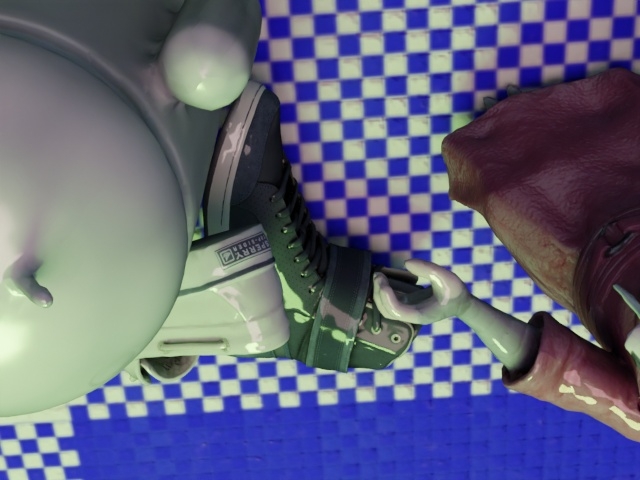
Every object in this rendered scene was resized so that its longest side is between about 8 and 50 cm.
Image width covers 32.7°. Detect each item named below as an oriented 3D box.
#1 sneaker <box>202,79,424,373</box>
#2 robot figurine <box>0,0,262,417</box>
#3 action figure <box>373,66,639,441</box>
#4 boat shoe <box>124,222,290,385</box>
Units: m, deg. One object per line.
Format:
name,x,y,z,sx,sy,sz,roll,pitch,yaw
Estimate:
sneaker,0.000,-0.001,0.760,0.163,0.086,0.226,11,128,4
robot figurine,-0.162,-0.045,0.586,0.300,0.353,0.200,-31,115,17
action figure,0.189,0.033,0.631,0.248,0.370,0.275,-25,118,12
boat shoe,-0.117,0.055,0.728,0.258,0.095,0.084,-15,97,53
